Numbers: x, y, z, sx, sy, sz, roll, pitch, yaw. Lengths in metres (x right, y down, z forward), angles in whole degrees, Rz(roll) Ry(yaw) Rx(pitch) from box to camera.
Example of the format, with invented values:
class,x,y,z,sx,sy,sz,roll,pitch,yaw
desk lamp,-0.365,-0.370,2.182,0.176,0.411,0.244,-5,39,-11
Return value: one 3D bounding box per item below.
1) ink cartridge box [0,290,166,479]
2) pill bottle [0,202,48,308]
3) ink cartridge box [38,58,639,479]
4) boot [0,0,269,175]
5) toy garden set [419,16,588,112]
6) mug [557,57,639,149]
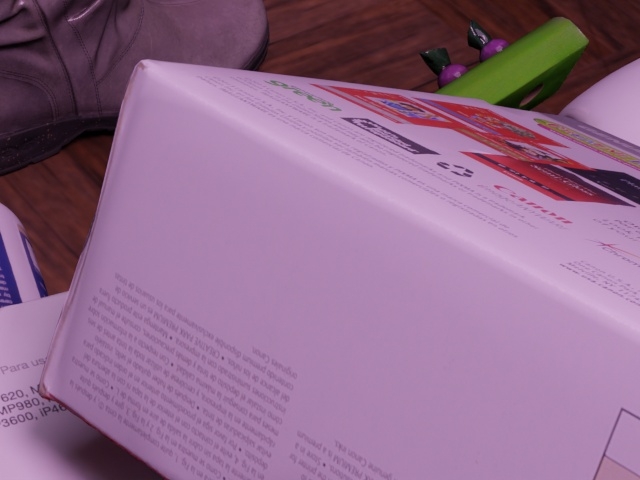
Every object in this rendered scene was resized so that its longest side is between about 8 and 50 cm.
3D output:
class,x,y,z,sx,sy,sz,roll,pitch,yaw
ink cartridge box,-0.081,0.180,0.697,0.114,0.197,0.273,-15,49,-26
pill bottle,-0.167,0.064,0.876,0.094,0.094,0.169,-9,46,-19
ink cartridge box,0.113,0.057,0.634,0.309,0.130,0.272,29,18,36
boot,-0.122,-0.139,1.046,0.246,0.161,0.083,-26,54,-31
toy garden set,0.000,0.000,0.863,0.204,0.244,0.049,-33,75,-28
mug,0.270,0.001,0.929,0.328,0.276,0.374,-3,14,-9
